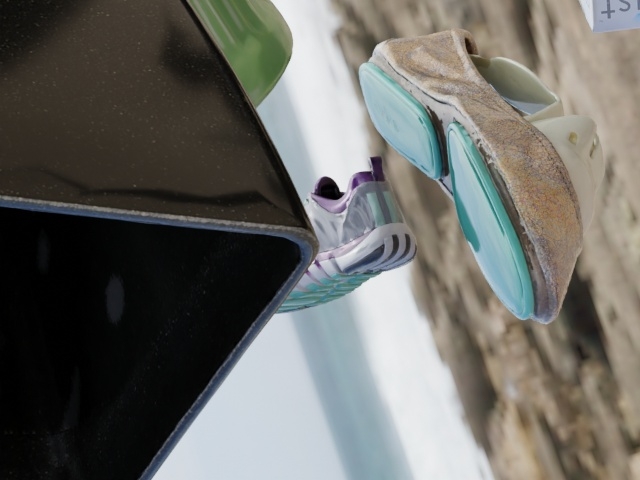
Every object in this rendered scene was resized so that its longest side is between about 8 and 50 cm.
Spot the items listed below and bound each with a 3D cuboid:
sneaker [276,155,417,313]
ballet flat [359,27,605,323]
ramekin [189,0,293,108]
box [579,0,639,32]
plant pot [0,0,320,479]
[{"bbox_3d":[0.000,0.000,1.619,0.224,0.083,0.098,-25,72,45],"label":"sneaker"},{"bbox_3d":[0.120,-0.061,1.166,0.316,0.106,0.107,-120,16,-52],"label":"ballet flat"},{"bbox_3d":[-0.183,-0.117,1.081,0.148,0.303,0.303,62,-178,-23],"label":"ramekin"},{"bbox_3d":[0.304,-0.282,1.256,0.127,0.262,0.231,-88,-8,-66],"label":"box"},{"bbox_3d":[-0.135,-0.023,0.533,0.188,0.187,0.167,-53,41,44],"label":"plant pot"}]
